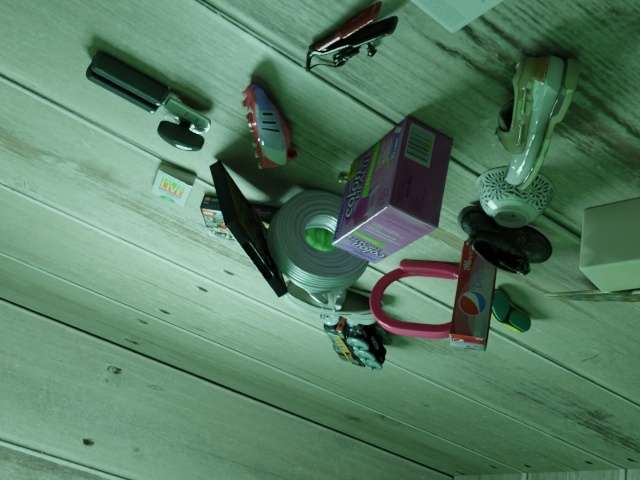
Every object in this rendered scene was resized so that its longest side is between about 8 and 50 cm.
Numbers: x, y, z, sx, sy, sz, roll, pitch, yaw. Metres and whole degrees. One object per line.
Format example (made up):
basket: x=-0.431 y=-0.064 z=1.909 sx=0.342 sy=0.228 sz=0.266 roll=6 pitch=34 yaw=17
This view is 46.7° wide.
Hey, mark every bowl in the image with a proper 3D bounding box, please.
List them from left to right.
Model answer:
bowl: x=0.415 y=-0.079 z=1.601 sx=0.170 sy=0.080 sz=0.170 roll=12 pitch=152 yaw=6

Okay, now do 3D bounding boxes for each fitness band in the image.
fitness band: x=0.274 y=0.158 z=1.978 sx=0.290 sy=0.209 sz=0.054 roll=3 pitch=152 yaw=22

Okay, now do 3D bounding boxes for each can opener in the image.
can opener: x=-0.365 y=-0.286 z=1.574 sx=0.283 sy=0.095 sz=0.076 roll=27 pitch=150 yaw=-23

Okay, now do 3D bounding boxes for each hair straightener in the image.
hair straightener: x=0.055 y=-0.341 z=1.315 sx=0.089 sy=0.047 sz=0.230 roll=31 pitch=149 yaw=-29

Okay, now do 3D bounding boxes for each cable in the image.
cable: x=0.000 y=0.000 z=1.766 sx=0.257 sy=0.257 sz=0.089 roll=32 pitch=147 yaw=2

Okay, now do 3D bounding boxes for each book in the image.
book: x=-0.384 y=-0.144 z=1.930 sx=0.096 sy=0.035 sz=0.144 roll=24 pitch=153 yaw=-10

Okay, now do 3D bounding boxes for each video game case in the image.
video game case: x=-0.173 y=-0.030 z=1.760 sx=0.035 sy=0.275 sz=0.248 roll=-29 pitch=127 yaw=4

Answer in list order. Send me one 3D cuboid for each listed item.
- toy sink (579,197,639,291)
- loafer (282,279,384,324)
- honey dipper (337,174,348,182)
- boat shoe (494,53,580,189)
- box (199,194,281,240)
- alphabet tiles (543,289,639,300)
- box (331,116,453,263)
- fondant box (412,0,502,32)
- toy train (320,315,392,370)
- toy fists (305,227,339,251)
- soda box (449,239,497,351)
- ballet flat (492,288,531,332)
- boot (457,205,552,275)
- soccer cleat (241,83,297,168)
toy sink: x=0.685 y=0.006 z=1.553 sx=0.234 sy=0.153 sz=0.131 roll=-14 pitch=142 yaw=42
loafer: x=0.040 y=0.174 z=2.248 sx=0.319 sy=0.112 sz=0.111 roll=13 pitch=149 yaw=-14
honey dipper: x=0.117 y=-0.123 z=1.724 sx=0.160 sy=0.030 sz=0.030 roll=17 pitch=153 yaw=4
boat shoe: x=0.372 y=-0.215 z=1.344 sx=0.103 sy=0.113 sz=0.302 roll=13 pitch=143 yaw=6
box: x=-0.198 y=-0.046 z=2.004 sx=0.233 sy=0.044 sz=0.159 roll=10 pitch=153 yaw=9
alphabet tiles: x=0.723 y=0.133 z=1.780 sx=0.285 sy=0.011 sz=0.342 roll=5 pitch=172 yaw=-22
box: x=0.147 y=-0.099 z=1.548 sx=0.117 sy=0.214 sz=0.243 roll=23 pitch=152 yaw=-18
fondant box: x=0.215 y=-0.448 z=0.982 sx=0.238 sy=0.096 sz=0.330 roll=29 pitch=150 yaw=-27
toy train: x=0.115 y=0.323 z=2.466 sx=0.190 sy=0.142 sz=0.334 roll=12 pitch=154 yaw=27
toy fists: x=0.012 y=0.022 z=1.953 sx=0.142 sy=0.096 sz=0.279 roll=0 pitch=158 yaw=34
soda box: x=0.379 y=0.132 z=1.816 sx=0.092 sy=0.263 sz=0.083 roll=6 pitch=152 yaw=15
ballet flat: x=0.512 y=0.201 z=2.102 sx=0.077 sy=0.077 sz=0.231 roll=9 pitch=160 yaw=49
boot: x=0.419 y=0.023 z=1.636 sx=0.263 sy=0.229 sz=0.091 roll=21 pitch=109 yaw=-9
soccer cleat: x=-0.106 y=-0.244 z=1.567 sx=0.095 sy=0.083 sz=0.248 roll=-16 pitch=147 yaw=-6
